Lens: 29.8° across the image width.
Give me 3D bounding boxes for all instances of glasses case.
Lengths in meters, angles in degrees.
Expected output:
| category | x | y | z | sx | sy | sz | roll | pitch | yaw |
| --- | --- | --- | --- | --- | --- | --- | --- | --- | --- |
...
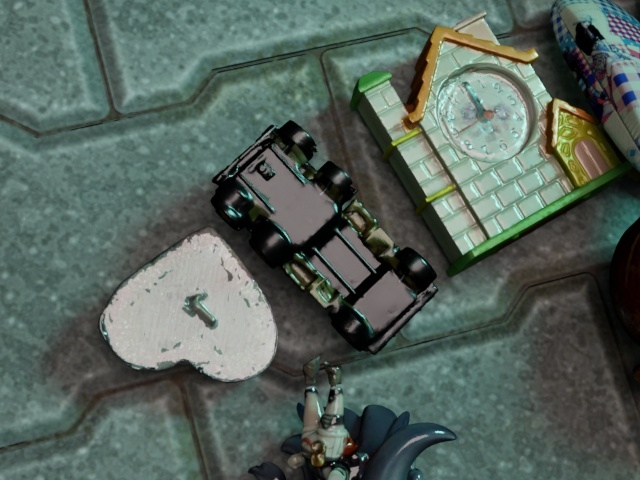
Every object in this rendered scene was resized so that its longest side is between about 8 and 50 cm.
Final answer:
| category | x | y | z | sx | sy | sz | roll | pitch | yaw |
| --- | --- | --- | --- | --- | --- | --- | --- | --- | --- |
| glasses case | 0.357 | -0.171 | 1.358 | 0.125 | 0.076 | 0.327 | 12 | 41 | -29 |

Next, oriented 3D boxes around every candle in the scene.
| category | x | y | z | sx | sy | sz | roll | pitch | yaw |
| --- | --- | --- | --- | --- | --- | --- | --- | --- | --- |
| candle | -0.136 | 0.068 | 1.302 | 0.192 | 0.068 | 0.168 | 12 | 79 | -7 |

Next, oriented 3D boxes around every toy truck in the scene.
| category | x | y | z | sx | sy | sz | roll | pitch | yaw |
| --- | --- | --- | --- | --- | --- | --- | --- | --- | --- |
| toy truck | 0.002 | 0.001 | 1.311 | 0.127 | 0.127 | 0.257 | -44 | 87 | -8 |

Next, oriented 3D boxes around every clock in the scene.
| category | x | y | z | sx | sy | sz | roll | pitch | yaw |
| --- | --- | --- | --- | --- | --- | --- | --- | --- | --- |
| clock | 0.184 | -0.123 | 1.374 | 0.220 | 0.106 | 0.255 | -29 | 82 | -14 |

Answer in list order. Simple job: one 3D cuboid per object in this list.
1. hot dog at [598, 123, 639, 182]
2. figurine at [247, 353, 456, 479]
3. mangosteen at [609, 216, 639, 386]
| category | x | y | z | sx | sy | sz | roll | pitch | yaw |
| --- | --- | --- | --- | --- | --- | --- | --- | --- | --- |
| hot dog | 0.460 | -0.088 | 1.432 | 0.286 | 0.061 | 0.087 | 13 | 64 | -6 |
| figurine | 0.029 | 0.272 | 1.230 | 0.197 | 0.175 | 0.265 | 24 | 82 | -7 |
| mangosteen | 0.423 | 0.077 | 1.324 | 0.215 | 0.215 | 0.257 | 0 | 108 | -8 |
